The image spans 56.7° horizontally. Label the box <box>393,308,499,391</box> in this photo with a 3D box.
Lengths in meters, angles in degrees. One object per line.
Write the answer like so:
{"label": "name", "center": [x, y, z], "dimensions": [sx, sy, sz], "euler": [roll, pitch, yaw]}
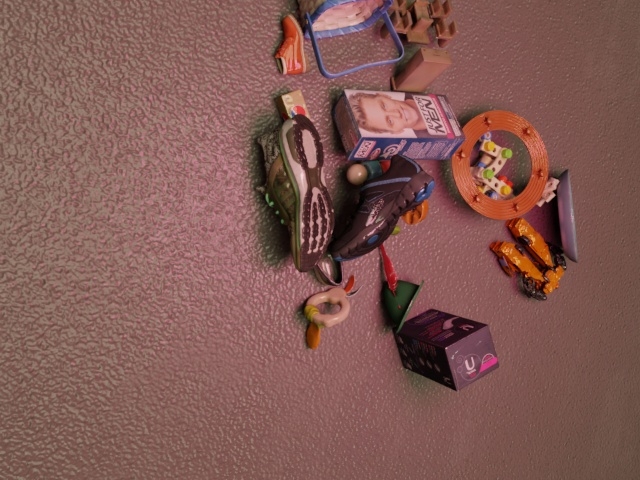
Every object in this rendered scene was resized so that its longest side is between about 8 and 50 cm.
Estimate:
{"label": "box", "center": [0.366, 0.317, 1.758], "dimensions": [0.165, 0.270, 0.143], "euler": [-23, 103, -22]}

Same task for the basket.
{"label": "basket", "center": [0.069, -0.590, 1.584], "dimensions": [0.255, 0.201, 0.288], "euler": [-21, 93, -24]}

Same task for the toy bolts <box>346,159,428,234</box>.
{"label": "toy bolts", "center": [0.166, -0.125, 1.671], "dimensions": [0.159, 0.218, 0.228], "euler": [-9, 88, -33]}

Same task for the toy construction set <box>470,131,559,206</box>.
{"label": "toy construction set", "center": [0.595, -0.192, 1.908], "dimensions": [0.328, 0.151, 0.214], "euler": [29, 81, -14]}

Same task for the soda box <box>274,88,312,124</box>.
{"label": "soda box", "center": [-0.061, -0.314, 1.623], "dimensions": [0.061, 0.058, 0.181], "euler": [-25, 104, -22]}

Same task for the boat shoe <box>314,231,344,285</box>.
{"label": "boat shoe", "center": [0.000, 0.000, 1.656], "dimensions": [0.103, 0.092, 0.285], "euler": [-24, 103, -19]}

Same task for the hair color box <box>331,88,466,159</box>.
{"label": "hair color box", "center": [0.225, -0.327, 1.694], "dimensions": [0.348, 0.105, 0.173], "euler": [-4, 61, -25]}

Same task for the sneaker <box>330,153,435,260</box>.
{"label": "sneaker", "center": [0.145, -0.081, 1.593], "dimensions": [0.341, 0.125, 0.139], "euler": [-43, 68, 10]}

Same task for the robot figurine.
{"label": "robot figurine", "center": [0.712, 0.066, 2.009], "dimensions": [0.291, 0.085, 0.211], "euler": [44, 76, -21]}

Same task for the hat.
{"label": "hat", "center": [0.196, 0.149, 1.786], "dimensions": [0.184, 0.173, 0.208], "euler": [27, 63, 9]}

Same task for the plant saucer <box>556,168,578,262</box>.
{"label": "plant saucer", "center": [0.826, -0.081, 1.989], "dimensions": [0.318, 0.044, 0.317], "euler": [-5, 90, -66]}

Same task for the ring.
{"label": "ring", "center": [0.555, -0.230, 1.802], "dimensions": [0.337, 0.032, 0.336], "euler": [0, 89, -15]}

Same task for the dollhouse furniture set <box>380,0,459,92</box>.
{"label": "dollhouse furniture set", "center": [0.274, -0.584, 1.745], "dimensions": [0.212, 0.161, 0.241], "euler": [-2, 73, -26]}

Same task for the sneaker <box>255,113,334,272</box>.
{"label": "sneaker", "center": [-0.081, -0.118, 1.576], "dimensions": [0.158, 0.182, 0.409], "euler": [-6, 90, -55]}

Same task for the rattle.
{"label": "rattle", "center": [0.046, 0.208, 1.711], "dimensions": [0.200, 0.130, 0.142], "euler": [-41, 124, -45]}

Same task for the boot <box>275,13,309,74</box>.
{"label": "boot", "center": [-0.088, -0.525, 1.596], "dimensions": [0.085, 0.059, 0.157], "euler": [-17, 102, -19]}
